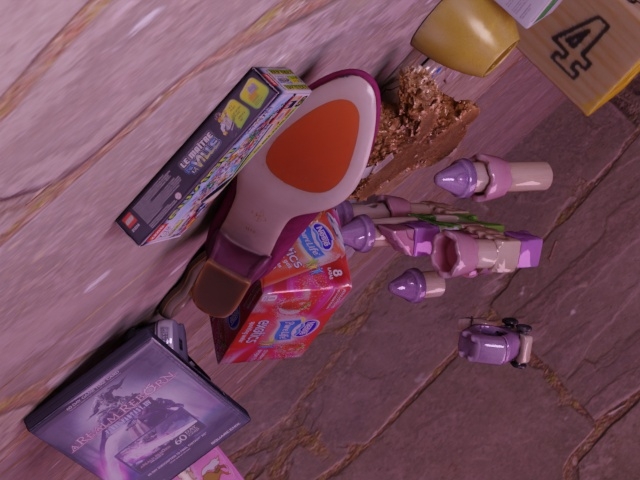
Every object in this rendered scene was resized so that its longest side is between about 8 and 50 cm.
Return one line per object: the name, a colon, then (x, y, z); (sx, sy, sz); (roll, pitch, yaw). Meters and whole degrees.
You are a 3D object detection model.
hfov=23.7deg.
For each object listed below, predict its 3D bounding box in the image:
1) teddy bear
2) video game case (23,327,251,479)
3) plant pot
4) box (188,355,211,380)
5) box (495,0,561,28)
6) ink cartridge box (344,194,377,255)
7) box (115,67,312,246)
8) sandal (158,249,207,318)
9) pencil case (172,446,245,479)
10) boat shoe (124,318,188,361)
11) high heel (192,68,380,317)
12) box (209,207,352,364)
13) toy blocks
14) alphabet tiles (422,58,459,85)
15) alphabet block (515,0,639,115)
teddy bear: (0.052, -0.128, 1.939); (0.338, 0.113, 0.245); (-32, 161, -27)
video game case: (-0.231, 0.233, 1.984); (0.196, 0.026, 0.274); (-37, 143, 4)
plant pot: (0.194, -0.261, 1.924); (0.134, 0.095, 0.134); (-44, 174, -6)
box: (-0.275, 0.263, 2.349); (0.180, 0.077, 0.147); (-48, 173, 24)
box: (0.258, -0.332, 1.851); (0.101, 0.102, 0.087); (-51, 173, 36)
ink cartridge box: (0.000, 0.000, 2.369); (0.148, 0.086, 0.203); (-41, 173, -26)
box: (-0.103, -0.082, 1.491); (0.207, 0.036, 0.114); (-47, 173, 16)
sandal: (-0.147, 0.051, 1.968); (0.180, 0.049, 0.072); (-49, 171, 37)
pencil case: (-0.190, 0.358, 2.178); (0.167, 0.386, 0.160); (-39, -178, -43)
boat shoe: (-0.221, 0.151, 2.046); (0.076, 0.080, 0.228); (-4, 171, 0)
high heel: (-0.033, -0.084, 1.720); (0.377, 0.127, 0.181); (-49, -170, 37)
box: (-0.061, 0.065, 2.060); (0.128, 0.123, 0.257); (-4, 156, -20)
toy blocks: (0.134, 0.007, 2.161); (0.260, 0.288, 0.309); (-3, 106, -33)
alphabet tiles: (0.232, -0.309, 2.170); (0.284, 0.021, 0.278); (-45, 173, 1)
alphabet block: (0.448, -0.350, 2.456); (0.193, 0.197, 0.192); (-50, 172, 37)
